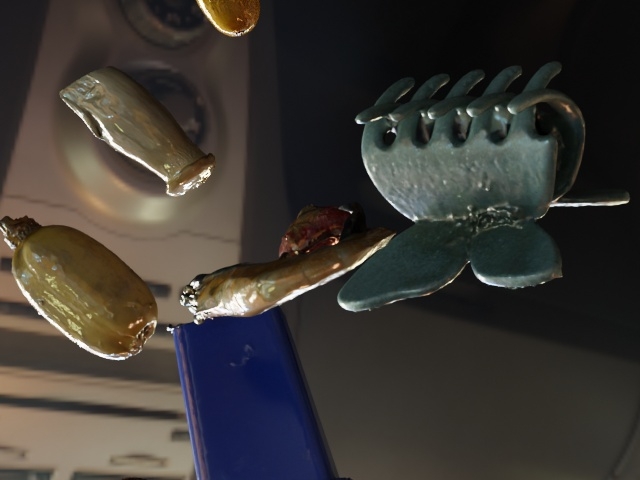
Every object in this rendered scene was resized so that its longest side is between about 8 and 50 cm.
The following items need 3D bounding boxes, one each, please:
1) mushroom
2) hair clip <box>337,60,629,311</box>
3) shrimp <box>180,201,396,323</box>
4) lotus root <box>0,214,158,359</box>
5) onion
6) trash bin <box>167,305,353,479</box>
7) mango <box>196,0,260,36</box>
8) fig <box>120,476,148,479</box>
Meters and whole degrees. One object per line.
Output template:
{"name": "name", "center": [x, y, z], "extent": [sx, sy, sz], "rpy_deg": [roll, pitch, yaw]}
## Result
{"name": "mushroom", "center": [-0.255, -0.159, 1.571], "extent": [0.096, 0.247, 0.108], "rpy_deg": [-41, 165, -45]}
{"name": "hair clip", "center": [0.209, -0.095, 1.552], "extent": [0.318, 0.238, 0.392], "rpy_deg": [0, -155, 42]}
{"name": "shrimp", "center": [-0.029, 0.019, 0.919], "extent": [0.152, 0.046, 0.219], "rpy_deg": [-29, -173, -34]}
{"name": "lotus root", "center": [-0.440, 0.073, 2.070], "extent": [0.169, 0.342, 0.151], "rpy_deg": [-51, 176, 25]}
{"name": "onion", "center": [0.000, 0.000, 2.178], "extent": [0.184, 0.147, 0.184], "rpy_deg": [-17, 143, -13]}
{"name": "trash bin", "center": [-0.065, 0.186, 1.151], "extent": [0.162, 0.235, 0.184], "rpy_deg": [-15, 166, 0]}
{"name": "mango", "center": [-0.212, -0.547, 2.390], "extent": [0.109, 0.262, 0.157], "rpy_deg": [-21, 180, 34]}
{"name": "fig", "center": [-0.264, 0.417, 1.676], "extent": [0.150, 0.128, 0.128], "rpy_deg": [36, 173, 25]}
